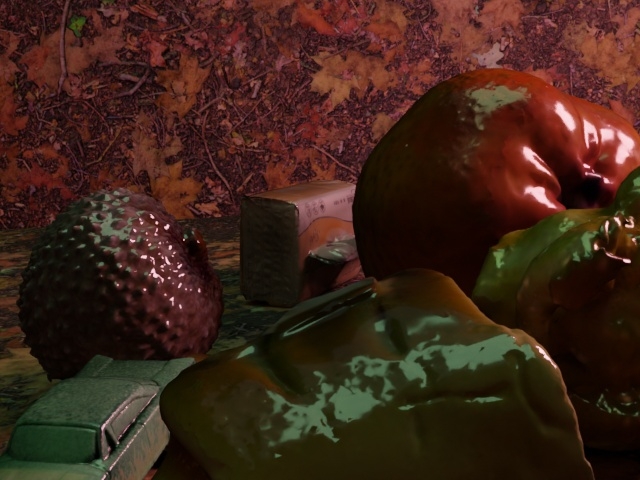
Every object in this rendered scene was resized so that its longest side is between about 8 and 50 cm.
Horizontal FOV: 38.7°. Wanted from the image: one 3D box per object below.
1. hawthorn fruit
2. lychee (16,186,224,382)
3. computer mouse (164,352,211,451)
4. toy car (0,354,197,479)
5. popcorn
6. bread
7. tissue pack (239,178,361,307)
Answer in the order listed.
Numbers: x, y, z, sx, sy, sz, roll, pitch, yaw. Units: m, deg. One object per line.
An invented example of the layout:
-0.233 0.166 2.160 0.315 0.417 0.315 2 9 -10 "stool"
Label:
0.268 -0.050 1.425 0.472 0.472 0.472 -3 9 1 "hawthorn fruit"
-0.277 0.071 1.250 0.300 0.300 0.300 -3 9 1 "lychee"
-0.140 0.189 1.101 0.102 0.045 0.199 22 26 10 "computer mouse"
-0.241 0.203 0.922 0.141 0.097 0.321 0 21 14 "toy car"
0.326 0.064 0.982 0.321 0.326 0.290 12 -5 -17 "popcorn"
0.005 0.156 0.725 0.341 0.210 0.300 -24 0 0 "bread"
0.000 0.000 1.847 0.238 0.238 0.305 1 9 26 "tissue pack"
